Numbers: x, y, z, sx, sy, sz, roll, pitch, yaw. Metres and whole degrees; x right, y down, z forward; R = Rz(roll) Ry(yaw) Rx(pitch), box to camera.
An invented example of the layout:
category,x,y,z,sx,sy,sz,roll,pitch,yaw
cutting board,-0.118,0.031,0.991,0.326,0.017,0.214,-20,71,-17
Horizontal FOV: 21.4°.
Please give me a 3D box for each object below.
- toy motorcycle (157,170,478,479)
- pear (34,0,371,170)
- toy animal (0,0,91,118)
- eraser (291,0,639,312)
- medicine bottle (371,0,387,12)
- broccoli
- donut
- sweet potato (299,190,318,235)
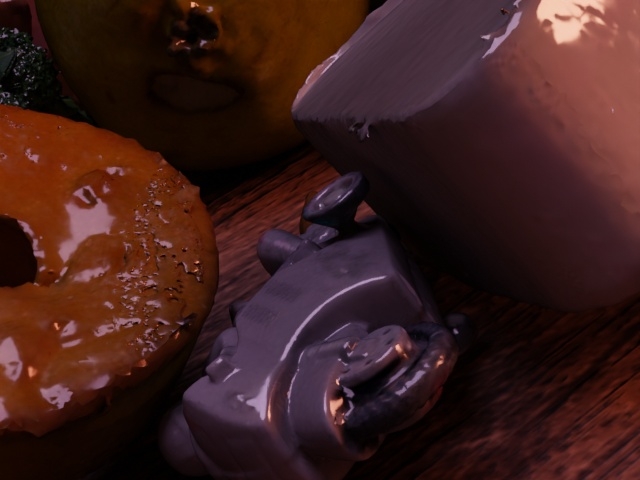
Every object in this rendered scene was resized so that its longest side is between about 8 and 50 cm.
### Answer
category,x,y,z,sx,sy,sz,roll,pitch,yaw
toy motorcycle,-0.013,0.062,0.869,0.171,0.110,0.260,-35,17,5
pear,-0.087,-0.185,1.271,0.269,0.269,0.321,-19,8,6
toy animal,-0.267,-0.186,1.584,0.169,0.195,0.281,-57,17,22
eraser,0.153,-0.120,0.906,0.331,0.150,0.331,-44,12,11
medicine bottle,0.007,-0.322,1.516,0.241,0.241,0.302,-37,27,-33
broccoli,-0.260,-0.083,1.339,0.156,0.195,0.195,-7,18,-18
donut,-0.195,0.033,0.916,0.278,0.108,0.277,8,37,-6
sweet potato,0.000,0.000,1.089,0.026,0.026,0.115,-20,27,4
